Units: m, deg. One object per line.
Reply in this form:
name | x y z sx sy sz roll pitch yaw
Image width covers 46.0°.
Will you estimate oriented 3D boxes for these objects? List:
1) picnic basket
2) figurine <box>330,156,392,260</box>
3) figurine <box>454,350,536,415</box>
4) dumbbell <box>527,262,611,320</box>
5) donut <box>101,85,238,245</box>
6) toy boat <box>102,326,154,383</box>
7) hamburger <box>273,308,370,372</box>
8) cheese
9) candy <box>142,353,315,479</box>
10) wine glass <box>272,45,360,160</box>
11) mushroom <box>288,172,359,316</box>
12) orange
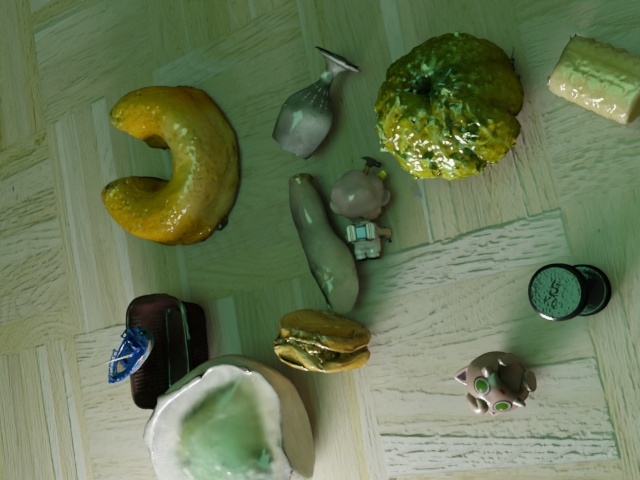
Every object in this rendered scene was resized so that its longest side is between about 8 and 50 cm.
picnic basket | -0.381 0.282 1.950 0.223 0.129 0.296 -7 86 32
figurine | 0.088 -0.067 1.656 0.137 0.112 0.228 -5 96 29
figurine | 0.341 0.277 1.461 0.138 0.125 0.125 -42 66 40
dumbbell | 0.448 0.090 1.350 0.100 0.191 0.100 -2 87 34
donut | -0.396 -0.199 1.953 0.378 0.163 0.434 8 93 33
toy boat | -0.500 0.294 1.884 0.091 0.110 0.175 44 112 26
hamburger | 0.002 0.218 1.650 0.214 0.214 0.108 8 97 34
cheese | 0.516 -0.294 1.376 0.167 0.094 0.123 31 96 27
candy | -0.217 0.467 1.773 0.427 0.186 0.386 -26 93 20
wine glass | -0.014 -0.312 1.720 0.126 0.126 0.241 37 107 30
mushroom | -0.001 0.000 1.715 0.109 0.097 0.351 113 138 -60
orange | 0.241 -0.269 1.487 0.301 0.223 0.300 8 88 35
